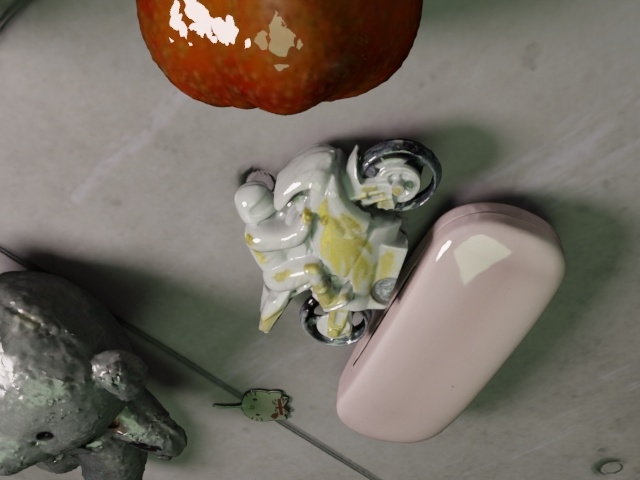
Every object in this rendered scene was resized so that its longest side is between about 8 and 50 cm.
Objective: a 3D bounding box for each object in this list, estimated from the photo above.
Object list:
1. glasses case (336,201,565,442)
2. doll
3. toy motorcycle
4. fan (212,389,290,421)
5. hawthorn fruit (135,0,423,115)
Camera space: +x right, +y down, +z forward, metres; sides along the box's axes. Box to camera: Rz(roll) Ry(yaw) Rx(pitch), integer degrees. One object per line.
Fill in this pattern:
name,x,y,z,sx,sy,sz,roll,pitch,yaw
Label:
glasses case,0.106,0.085,0.704,0.113,0.075,0.296,17,130,-12
doll,-0.251,0.172,0.743,0.246,0.158,0.340,16,134,4
toy motorcycle,0.000,0.000,0.634,0.151,0.074,0.228,15,132,-8
fan,-0.074,0.176,0.840,0.083,0.004,0.056,0,132,3
hawthorn fruit,-0.025,-0.175,0.436,0.163,0.162,0.203,-2,116,5
